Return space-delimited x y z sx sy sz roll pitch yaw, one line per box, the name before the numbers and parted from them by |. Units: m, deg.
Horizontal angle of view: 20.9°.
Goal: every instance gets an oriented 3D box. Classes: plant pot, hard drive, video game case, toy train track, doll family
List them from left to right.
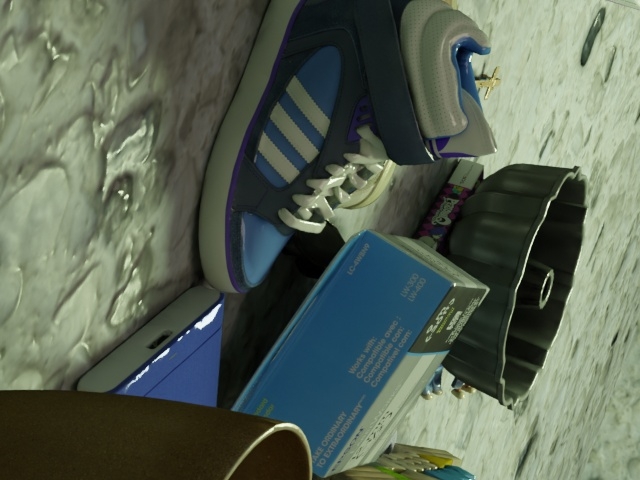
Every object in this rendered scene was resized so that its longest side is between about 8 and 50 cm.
plant pot | -0.170 0.209 1.288 0.237 0.254 0.237 -50 150 -45
hard drive | -0.163 0.226 1.627 0.210 0.040 0.318 -42 144 -54
video game case | 0.163 0.043 2.307 0.232 0.042 0.210 85 29 -46
doll family | 0.203 0.154 2.461 0.193 0.076 0.111 -37 145 -53
toy train track | 0.212 -0.207 2.270 0.083 0.014 0.048 -12 125 -60

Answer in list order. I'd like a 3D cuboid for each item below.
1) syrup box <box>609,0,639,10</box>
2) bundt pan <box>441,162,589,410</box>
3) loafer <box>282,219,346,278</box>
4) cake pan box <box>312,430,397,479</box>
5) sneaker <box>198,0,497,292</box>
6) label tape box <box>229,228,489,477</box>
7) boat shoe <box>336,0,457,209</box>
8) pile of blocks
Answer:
syrup box | 0.429 -0.410 2.534 0.237 0.096 0.093 11 98 -70
bundt pan | 0.239 0.047 2.267 0.331 0.124 0.330 17 90 -71
loafer | 0.000 0.000 1.826 0.062 0.061 0.170 -69 159 -10
cake pan box | 0.016 0.318 2.126 0.246 0.070 0.267 -46 148 -46
sneaker | 0.037 -0.079 1.605 0.130 0.236 0.322 14 93 -69
label tape box | 0.044 0.121 1.840 0.249 0.115 0.348 -56 168 6
boat shoe | 0.055 -0.173 1.767 0.098 0.109 0.302 -10 122 -68
pile of blocks | 0.102 0.323 2.045 0.362 0.149 0.112 2 103 -69
